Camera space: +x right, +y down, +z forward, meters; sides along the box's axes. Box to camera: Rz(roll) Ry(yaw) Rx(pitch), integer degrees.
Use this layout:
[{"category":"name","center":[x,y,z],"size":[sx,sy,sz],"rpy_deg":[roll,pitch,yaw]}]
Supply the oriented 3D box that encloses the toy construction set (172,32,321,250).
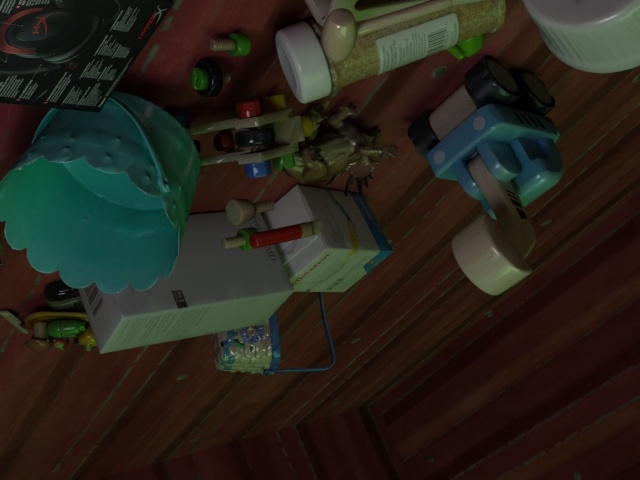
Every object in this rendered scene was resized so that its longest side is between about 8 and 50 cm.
[{"category":"toy construction set","center":[-0.080,-0.137,1.471],"size":[0.237,0.309,0.257],"rpy_deg":[-12,162,-41]}]

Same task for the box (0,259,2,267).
[{"category":"box","center":[-0.734,0.104,1.581],"size":[0.257,0.079,0.322],"rpy_deg":[-6,151,-42]}]

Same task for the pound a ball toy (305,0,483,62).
[{"category":"pound a ball toy","center":[0.104,-0.349,1.280],"size":[0.319,0.208,0.136],"rpy_deg":[-16,156,-23]}]

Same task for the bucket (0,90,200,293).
[{"category":"bucket","center":[-0.316,-0.075,1.345],"size":[0.281,0.183,0.281],"rpy_deg":[7,136,7]}]

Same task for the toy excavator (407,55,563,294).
[{"category":"toy excavator","center":[0.345,-0.114,1.733],"size":[0.433,0.445,0.222],"rpy_deg":[2,145,-48]}]

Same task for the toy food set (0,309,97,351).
[{"category":"toy food set","center":[-0.541,0.201,1.874],"size":[0.218,0.071,0.128],"rpy_deg":[1,152,3]}]

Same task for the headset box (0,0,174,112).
[{"category":"headset box","center":[-0.362,-0.272,1.093],"size":[0.293,0.110,0.218],"rpy_deg":[-2,148,-44]}]

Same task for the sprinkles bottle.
[{"category":"sprinkles bottle","center":[0.111,-0.331,1.441],"size":[0.355,0.121,0.121],"rpy_deg":[-22,157,-9]}]

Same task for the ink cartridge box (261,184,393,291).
[{"category":"ink cartridge box","center":[0.000,0.000,1.987],"size":[0.171,0.168,0.233],"rpy_deg":[-40,153,30]}]

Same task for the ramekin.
[{"category":"ramekin","center":[0.445,-0.415,1.421],"size":[0.277,0.277,0.135],"rpy_deg":[-36,147,23]}]

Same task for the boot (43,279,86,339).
[{"category":"boot","center":[-0.484,0.141,1.922],"size":[0.190,0.076,0.208],"rpy_deg":[-7,148,-8]}]

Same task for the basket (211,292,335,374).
[{"category":"basket","center":[-0.120,0.209,2.215],"size":[0.289,0.254,0.201],"rpy_deg":[-6,159,-19]}]

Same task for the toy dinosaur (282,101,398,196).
[{"category":"toy dinosaur","center":[0.014,-0.158,1.731],"size":[0.296,0.127,0.200],"rpy_deg":[-9,160,-22]}]

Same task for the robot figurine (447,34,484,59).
[{"category":"robot figurine","center":[0.249,-0.364,1.579],"size":[0.101,0.067,0.115],"rpy_deg":[-51,159,-9]}]

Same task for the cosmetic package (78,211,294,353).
[{"category":"cosmetic package","center":[-0.272,0.073,1.812],"size":[0.385,0.217,0.156],"rpy_deg":[-10,153,-36]}]
